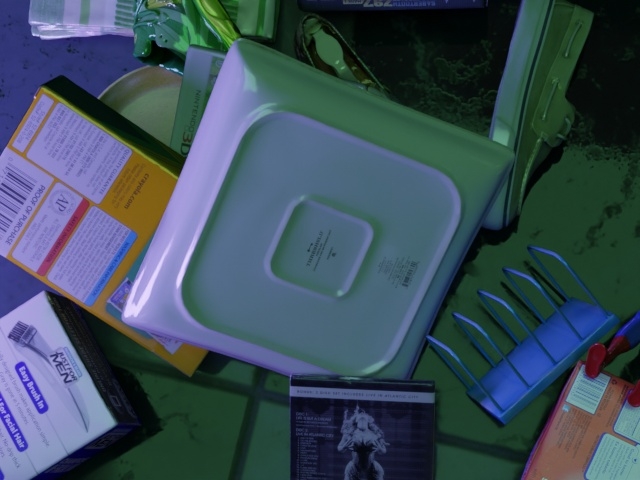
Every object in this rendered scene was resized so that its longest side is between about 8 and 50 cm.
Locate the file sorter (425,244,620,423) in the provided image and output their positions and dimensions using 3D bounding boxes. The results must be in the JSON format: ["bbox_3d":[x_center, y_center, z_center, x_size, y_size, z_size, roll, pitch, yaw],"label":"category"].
[{"bbox_3d":[0.220,0.099,1.370,0.170,0.118,0.104,-41,103,-5],"label":"file sorter"}]

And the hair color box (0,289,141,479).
[{"bbox_3d":[-0.407,0.228,1.453,0.338,0.110,0.185,-32,77,4],"label":"hair color box"}]

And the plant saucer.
[{"bbox_3d":[-0.184,-0.101,1.520,0.241,0.037,0.241,-1,79,6],"label":"plant saucer"}]

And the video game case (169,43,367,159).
[{"bbox_3d":[-0.069,-0.113,1.438,0.212,0.023,0.193,13,108,1],"label":"video game case"}]

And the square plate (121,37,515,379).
[{"bbox_3d":[0.000,0.000,1.353,0.344,0.049,0.347,21,105,-13],"label":"square plate"}]

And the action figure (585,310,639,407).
[{"bbox_3d":[0.401,0.049,1.317,0.091,0.139,0.280,36,45,20],"label":"action figure"}]

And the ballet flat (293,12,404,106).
[{"bbox_3d":[0.038,-0.186,1.485,0.077,0.079,0.221,-37,78,1],"label":"ballet flat"}]

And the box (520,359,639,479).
[{"bbox_3d":[0.284,0.299,1.335,0.154,0.142,0.300,24,84,11],"label":"box"}]

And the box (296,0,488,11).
[{"bbox_3d":[0.089,-0.367,1.494,0.232,0.059,0.183,-1,59,8],"label":"box"}]

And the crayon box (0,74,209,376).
[{"bbox_3d":[-0.227,-0.015,1.427,0.323,0.083,0.203,34,107,-5],"label":"crayon box"}]

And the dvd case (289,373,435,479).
[{"bbox_3d":[0.046,0.262,1.396,0.164,0.018,0.221,2,103,8],"label":"dvd case"}]

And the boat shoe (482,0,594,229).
[{"bbox_3d":[0.252,-0.154,1.440,0.094,0.109,0.302,13,79,7],"label":"boat shoe"}]

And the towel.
[{"bbox_3d":[-0.206,-0.370,1.573,0.324,0.038,0.248,4,80,9],"label":"towel"}]

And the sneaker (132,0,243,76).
[{"bbox_3d":[-0.188,-0.277,1.476,0.123,0.109,0.295,-34,78,-2],"label":"sneaker"}]
